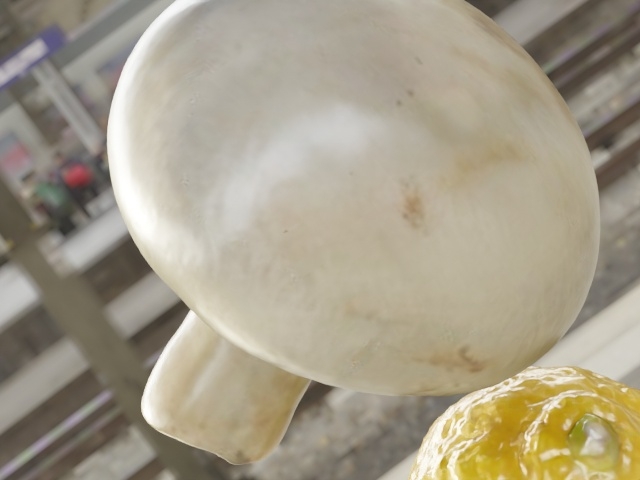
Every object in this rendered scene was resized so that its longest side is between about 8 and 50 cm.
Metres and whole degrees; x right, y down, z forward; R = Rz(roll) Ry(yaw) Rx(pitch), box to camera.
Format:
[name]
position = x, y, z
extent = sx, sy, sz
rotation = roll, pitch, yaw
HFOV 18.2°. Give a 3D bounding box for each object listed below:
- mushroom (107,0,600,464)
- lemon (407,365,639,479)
[mushroom]
position = 0.000, 0.000, 0.813
extent = 0.215, 0.207, 0.207
rotation = -59, -4, 26
[lemon]
position = 0.104, 0.127, 0.891
extent = 0.142, 0.142, 0.187
rotation = -39, -23, -27
